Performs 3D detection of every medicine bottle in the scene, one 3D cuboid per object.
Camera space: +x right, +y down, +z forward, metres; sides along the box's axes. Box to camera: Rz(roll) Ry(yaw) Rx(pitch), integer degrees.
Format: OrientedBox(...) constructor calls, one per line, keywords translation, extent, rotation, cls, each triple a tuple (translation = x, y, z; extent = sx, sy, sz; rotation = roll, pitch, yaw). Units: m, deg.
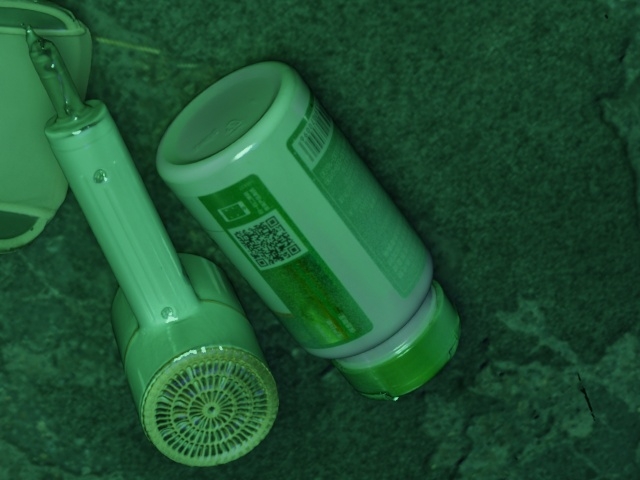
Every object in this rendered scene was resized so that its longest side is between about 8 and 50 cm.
OrientedBox(translation=(0.000, 0.000, 1.432), extent=(0.133, 0.133, 0.274), rotation=(-36, 118, 4), cls="medicine bottle")

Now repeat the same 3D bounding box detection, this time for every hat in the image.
OrientedBox(translation=(-0.284, -0.107, 1.339), extent=(0.226, 0.164, 0.219), rotation=(-8, 116, -56), cls="hat")

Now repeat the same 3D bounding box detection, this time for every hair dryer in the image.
OrientedBox(translation=(-0.141, -0.014, 1.360), extent=(0.107, 0.173, 0.357), rotation=(-24, 120, -5), cls="hair dryer")
